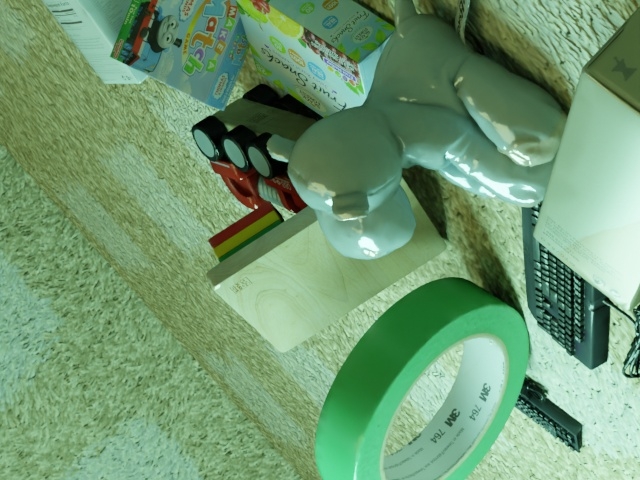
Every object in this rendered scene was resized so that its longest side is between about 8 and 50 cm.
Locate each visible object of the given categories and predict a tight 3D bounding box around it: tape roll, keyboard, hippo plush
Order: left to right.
[{"bbox_3d":[0.096,-0.090,1.623,0.234,0.236,0.294,34,158,35],"label":"hippo plush"},{"bbox_3d":[0.134,0.205,2.035,0.077,0.321,0.321,32,158,35],"label":"tape roll"},{"bbox_3d":[0.287,0.221,2.212,0.180,0.023,0.108,36,159,27],"label":"keyboard"},{"bbox_3d":[0.304,0.063,1.820,0.201,0.033,0.317,37,161,28],"label":"keyboard"}]

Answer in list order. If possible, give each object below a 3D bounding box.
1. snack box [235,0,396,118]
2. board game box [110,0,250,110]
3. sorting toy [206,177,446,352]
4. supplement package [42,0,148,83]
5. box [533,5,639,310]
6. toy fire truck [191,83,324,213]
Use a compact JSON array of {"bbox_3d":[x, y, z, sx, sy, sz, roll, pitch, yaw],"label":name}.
[{"bbox_3d":[0.003,-0.217,1.836,0.207,0.070,0.174,38,161,28],"label":"snack box"},{"bbox_3d":[-0.162,-0.267,1.973,0.039,0.160,0.211,16,-171,-46],"label":"board game box"},{"bbox_3d":[0.000,0.000,1.972,0.089,0.255,0.257,59,-176,28],"label":"sorting toy"},{"bbox_3d":[-0.286,-0.343,2.110,0.244,0.139,0.134,55,160,-22],"label":"supplement package"},{"bbox_3d":[0.287,-0.079,1.368,0.121,0.148,0.311,40,162,16],"label":"box"},{"bbox_3d":[-0.025,-0.075,2.129,0.217,0.158,0.246,20,138,53],"label":"toy fire truck"}]
